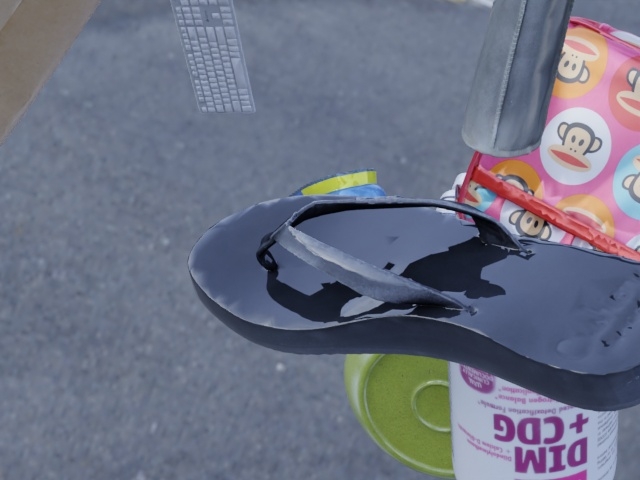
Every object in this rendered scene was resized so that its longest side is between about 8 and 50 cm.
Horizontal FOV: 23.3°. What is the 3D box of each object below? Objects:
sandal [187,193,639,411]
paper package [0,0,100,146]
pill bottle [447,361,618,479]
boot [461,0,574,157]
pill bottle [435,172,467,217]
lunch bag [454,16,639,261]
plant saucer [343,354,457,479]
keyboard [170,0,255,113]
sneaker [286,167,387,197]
[{"bbox_3d":[0.048,0.011,0.718,0.254,0.054,0.097,8,46,33],"label":"sandal"},{"bbox_3d":[-0.260,-0.244,1.246,0.168,0.309,0.325,32,34,-17],"label":"paper package"},{"bbox_3d":[0.204,0.166,1.482,0.160,0.283,0.160,-4,31,2],"label":"pill bottle"},{"bbox_3d":[0.155,-0.176,1.066,0.076,0.208,0.190,12,24,23],"label":"boot"},{"bbox_3d":[0.166,-0.019,1.856,0.067,0.067,0.120,23,66,1],"label":"pill bottle"},{"bbox_3d":[0.267,-0.028,1.308,0.293,0.258,0.120,30,11,30],"label":"lunch bag"},{"bbox_3d":[0.136,0.174,1.696,0.241,0.241,0.037,25,34,6],"label":"plant saucer"},{"bbox_3d":[-0.129,-0.230,1.856,0.072,0.256,0.014,5,59,9],"label":"keyboard"},{"bbox_3d":[0.000,0.000,1.283,0.069,0.209,0.082,-13,86,-22],"label":"sneaker"}]
